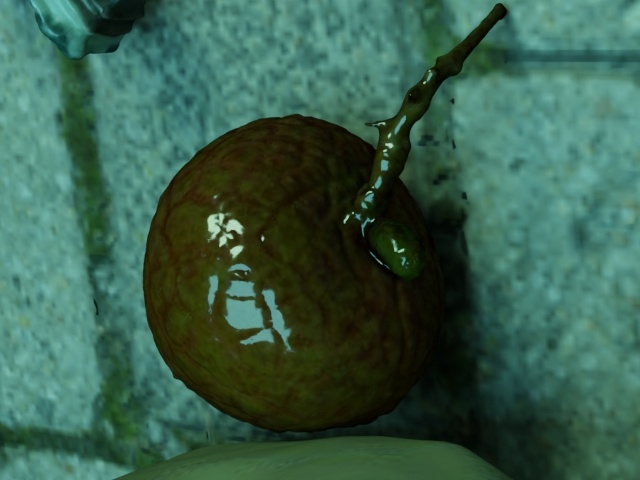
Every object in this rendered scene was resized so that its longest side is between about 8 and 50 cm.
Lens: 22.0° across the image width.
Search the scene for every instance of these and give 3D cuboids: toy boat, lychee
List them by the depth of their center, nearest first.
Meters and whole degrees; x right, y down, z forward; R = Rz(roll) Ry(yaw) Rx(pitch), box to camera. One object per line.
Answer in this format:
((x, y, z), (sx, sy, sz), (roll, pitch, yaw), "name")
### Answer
((-0.006, 0.002, 0.538), (0.101, 0.114, 0.140), (10, 137, -6), "lychee")
((-0.120, -0.121, 0.592), (0.066, 0.059, 0.140), (-34, 84, 18), "toy boat")

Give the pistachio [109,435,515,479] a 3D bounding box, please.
((-0.019, 0.161, 0.527), (0.332, 0.226, 0.208), (-29, 59, 47), "pistachio")
